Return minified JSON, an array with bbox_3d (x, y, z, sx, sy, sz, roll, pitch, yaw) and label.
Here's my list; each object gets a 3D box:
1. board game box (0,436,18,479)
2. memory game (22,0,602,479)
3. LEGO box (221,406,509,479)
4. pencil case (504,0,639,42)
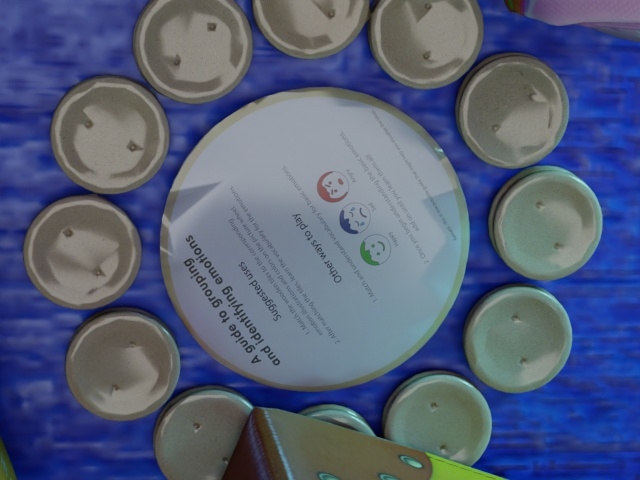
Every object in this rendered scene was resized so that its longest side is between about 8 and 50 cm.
[{"bbox_3d":[-0.156,0.060,0.412,0.124,0.039,0.259,-16,123,-5],"label":"board game box"},{"bbox_3d":[0.000,0.000,0.471,0.186,0.012,0.186,-2,103,-9],"label":"memory game"},{"bbox_3d":[0.037,0.309,0.286,0.193,0.500,0.372,20,100,-15],"label":"LEGO box"},{"bbox_3d":[0.098,-0.195,0.391,0.124,0.124,0.284,-6,101,-8],"label":"pencil case"}]
